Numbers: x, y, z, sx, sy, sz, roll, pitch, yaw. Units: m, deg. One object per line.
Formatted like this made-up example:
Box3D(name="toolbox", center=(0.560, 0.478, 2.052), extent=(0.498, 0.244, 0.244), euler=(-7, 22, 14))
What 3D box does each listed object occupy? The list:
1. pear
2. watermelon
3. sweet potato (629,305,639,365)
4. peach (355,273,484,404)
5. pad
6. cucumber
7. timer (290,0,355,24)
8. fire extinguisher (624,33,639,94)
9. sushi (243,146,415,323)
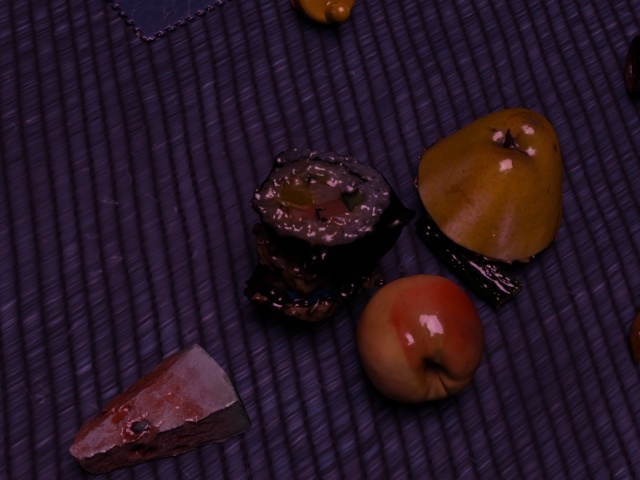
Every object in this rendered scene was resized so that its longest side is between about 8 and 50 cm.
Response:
Box3D(name="pear", center=(0.284, -0.113, 1.956), extent=(0.267, 0.178, 0.267), euler=(14, 46, -15))
Box3D(name="watermelon", center=(-0.230, 0.235, 1.767), extent=(0.241, 0.094, 0.154), euler=(-29, 59, -19))
Box3D(name="sweet potato", center=(0.525, 0.071, 1.967), extent=(0.067, 0.067, 0.274), euler=(31, 66, 12))
Box3D(name="peach", center=(0.138, 0.134, 1.818), extent=(0.184, 0.184, 0.184), euler=(3, 58, -5))
Box3D(name="pad", center=(-0.266, -0.478, 2.232), extent=(0.269, 0.012, 0.269), euler=(-34, 68, -24))
Box3D(name="cucumber", center=(0.218, 0.025, 1.958), extent=(0.058, 0.058, 0.187), euler=(-37, 69, -25))
Box3D(name="timer", center=(0.011, -0.411, 2.167), extent=(0.107, 0.109, 0.107), euler=(-4, 100, -21))
Box3D(name="fire extinguisher", center=(0.690, -0.293, 2.183), extent=(0.344, 0.102, 0.138), euler=(4, 57, -4))
Box3D(name="sushi", center=(-0.001, 0.004, 1.854), extent=(0.225, 0.219, 0.238), euler=(34, 37, 26))
